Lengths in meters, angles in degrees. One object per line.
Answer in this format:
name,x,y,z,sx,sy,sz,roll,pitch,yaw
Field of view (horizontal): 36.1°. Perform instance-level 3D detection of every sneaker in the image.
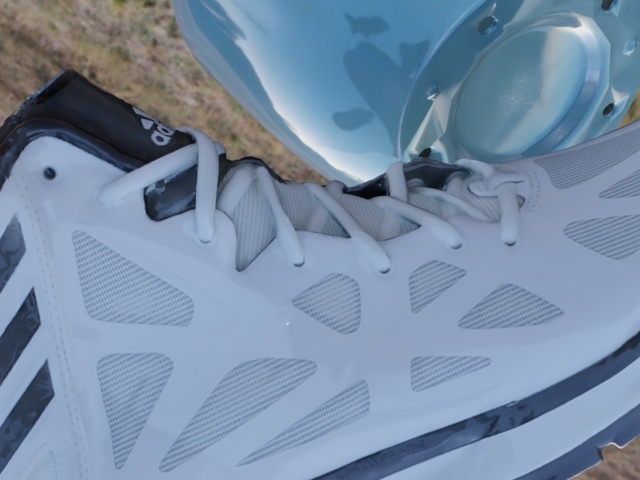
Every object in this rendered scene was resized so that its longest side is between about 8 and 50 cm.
sneaker,0.000,0.000,0.462,0.257,0.447,0.169,58,180,-16

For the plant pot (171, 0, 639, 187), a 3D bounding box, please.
plant pot,0.076,-0.153,0.664,0.235,0.293,0.293,53,169,42
